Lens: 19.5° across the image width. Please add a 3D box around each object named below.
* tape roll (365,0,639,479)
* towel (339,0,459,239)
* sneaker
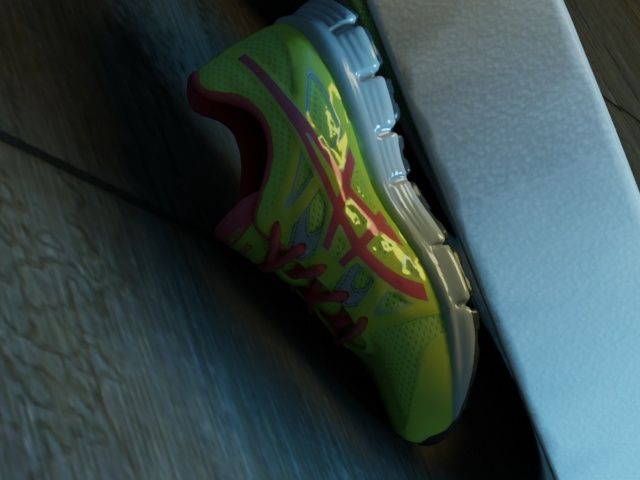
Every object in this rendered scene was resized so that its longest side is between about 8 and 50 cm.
[{"bbox_3d":[0.084,-0.044,0.863,0.392,0.072,0.392,-21,90,-85],"label":"tape roll"},{"bbox_3d":[0.071,-0.154,1.197,0.248,0.038,0.325,62,18,-13],"label":"towel"},{"bbox_3d":[0.000,0.000,0.838,0.094,0.081,0.208,-20,84,-22],"label":"sneaker"}]
